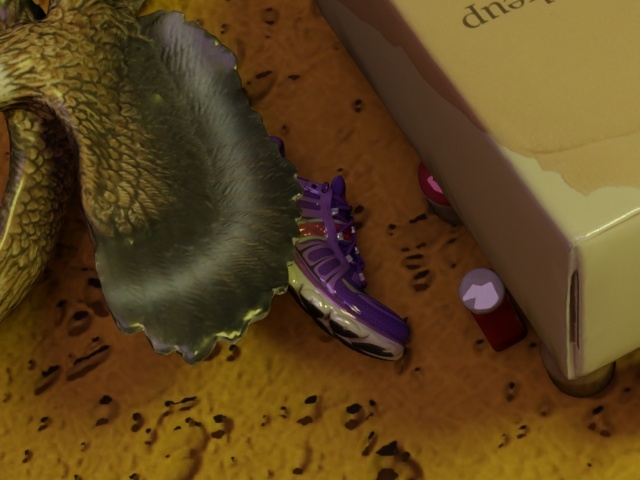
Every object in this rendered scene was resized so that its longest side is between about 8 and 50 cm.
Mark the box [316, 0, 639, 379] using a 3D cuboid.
[{"bbox_3d":[0.112,-0.099,0.616,0.148,0.121,0.311,-26,53,-7],"label":"box"}]

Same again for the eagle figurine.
[{"bbox_3d":[-0.153,-0.069,0.700,0.225,0.226,0.298,-18,92,-17],"label":"eagle figurine"}]

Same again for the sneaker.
[{"bbox_3d":[0.000,0.000,0.710,0.071,0.068,0.170,-39,71,-3],"label":"sneaker"}]

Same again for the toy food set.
[{"bbox_3d":[0.126,0.003,0.656,0.111,0.104,0.232,-28,72,6],"label":"toy food set"}]
